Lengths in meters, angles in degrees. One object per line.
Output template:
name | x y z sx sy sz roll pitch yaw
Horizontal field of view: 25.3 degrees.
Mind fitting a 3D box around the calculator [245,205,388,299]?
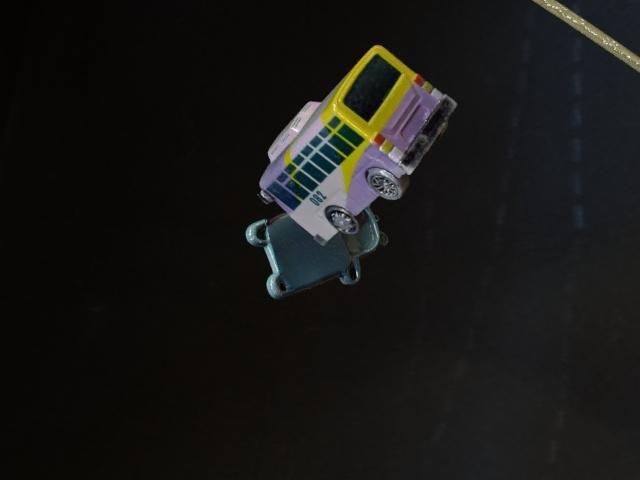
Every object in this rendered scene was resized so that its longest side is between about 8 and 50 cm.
calculator | 0.000 0.000 1.242 0.141 0.019 0.094 -21 88 -37

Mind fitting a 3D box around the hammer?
hammer | 0.194 -0.168 1.041 0.060 0.195 0.028 -55 160 10

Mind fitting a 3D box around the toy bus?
toy bus | 0.013 -0.042 0.670 0.058 0.102 0.052 39 60 -6
